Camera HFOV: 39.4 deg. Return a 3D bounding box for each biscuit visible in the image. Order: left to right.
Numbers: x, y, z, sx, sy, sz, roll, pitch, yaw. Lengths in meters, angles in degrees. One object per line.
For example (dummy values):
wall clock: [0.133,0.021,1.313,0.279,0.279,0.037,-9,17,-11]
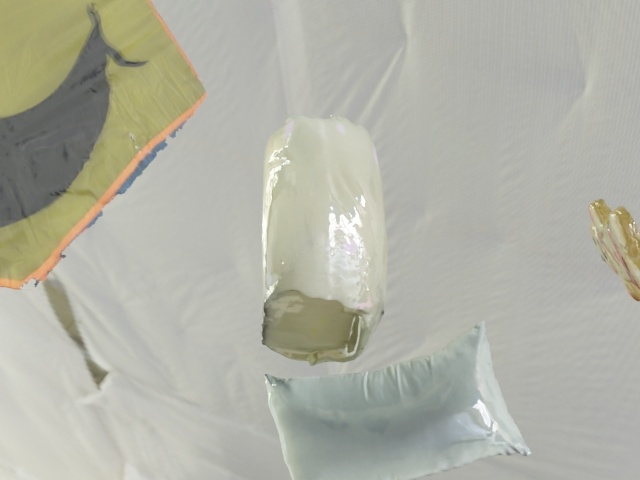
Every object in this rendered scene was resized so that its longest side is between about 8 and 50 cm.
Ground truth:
biscuit: [0.406,0.016,1.210,0.030,0.234,0.153,-25,-85,7]

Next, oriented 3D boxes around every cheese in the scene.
cheese: [0.000,0.000,0.946,0.127,0.233,0.266,2,-31,-4]

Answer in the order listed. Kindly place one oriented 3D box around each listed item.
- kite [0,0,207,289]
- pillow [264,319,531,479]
kite: [-0.166,-0.140,0.337,0.013,0.327,0.377,-22,-26,27]
pillow: [0.076,0.180,0.935,0.254,0.144,0.078,-14,-16,5]
